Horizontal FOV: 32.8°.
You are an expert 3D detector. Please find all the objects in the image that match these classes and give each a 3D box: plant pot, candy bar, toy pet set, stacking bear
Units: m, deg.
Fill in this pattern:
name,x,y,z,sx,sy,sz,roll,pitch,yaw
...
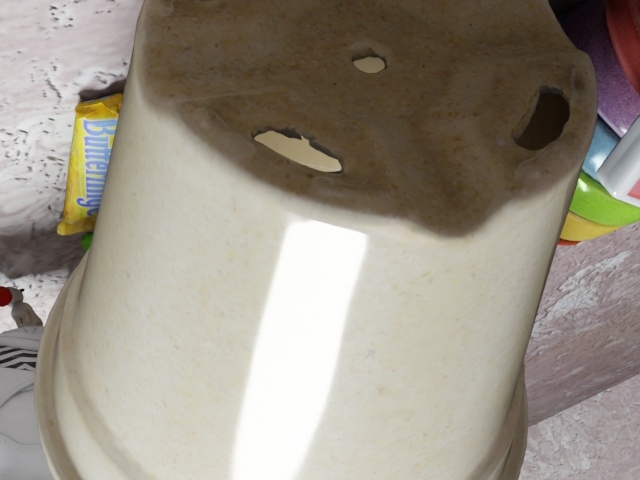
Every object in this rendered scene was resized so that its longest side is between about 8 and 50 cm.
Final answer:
name,x,y,z,sx,sy,sz,roll,pitch,yaw
plant pot,0.000,0.000,0.619,0.333,0.334,0.305,-13,145,-21
candy bar,-0.149,-0.047,0.714,0.040,0.018,0.161,-13,157,-23
toy pet set,-0.181,0.034,0.847,0.122,0.065,0.114,-30,127,-5
stacking bear,0.181,-0.063,0.791,0.175,0.164,0.289,12,143,-30

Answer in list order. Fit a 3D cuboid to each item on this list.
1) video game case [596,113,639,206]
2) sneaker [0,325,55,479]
name,x,y,z,sx,sy,sz,roll,pitch,yaw
video game case,0.312,-0.115,0.610,0.204,0.025,0.285,15,122,-32
sneaker,-0.206,0.168,0.714,0.365,0.210,0.137,-7,131,-36
